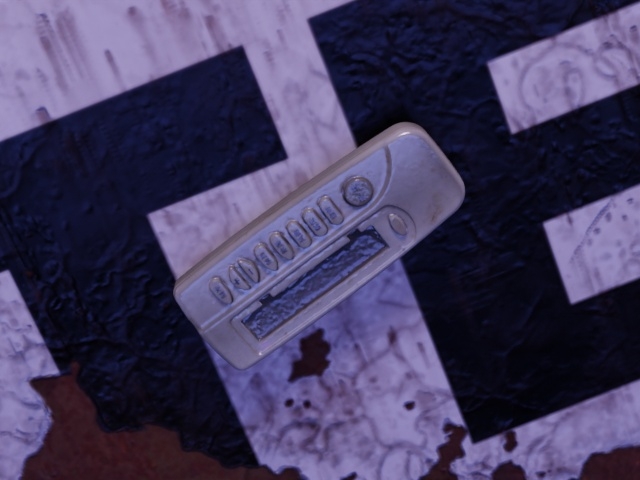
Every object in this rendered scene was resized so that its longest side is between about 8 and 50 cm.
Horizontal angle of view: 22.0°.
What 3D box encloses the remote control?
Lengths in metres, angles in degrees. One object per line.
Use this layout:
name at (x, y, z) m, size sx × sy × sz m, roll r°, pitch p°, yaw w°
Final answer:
remote control at (0.000, 0.001, 1.251) m, size 0.230 × 0.049 × 0.090 m, roll -36°, pitch 112°, yaw 7°
